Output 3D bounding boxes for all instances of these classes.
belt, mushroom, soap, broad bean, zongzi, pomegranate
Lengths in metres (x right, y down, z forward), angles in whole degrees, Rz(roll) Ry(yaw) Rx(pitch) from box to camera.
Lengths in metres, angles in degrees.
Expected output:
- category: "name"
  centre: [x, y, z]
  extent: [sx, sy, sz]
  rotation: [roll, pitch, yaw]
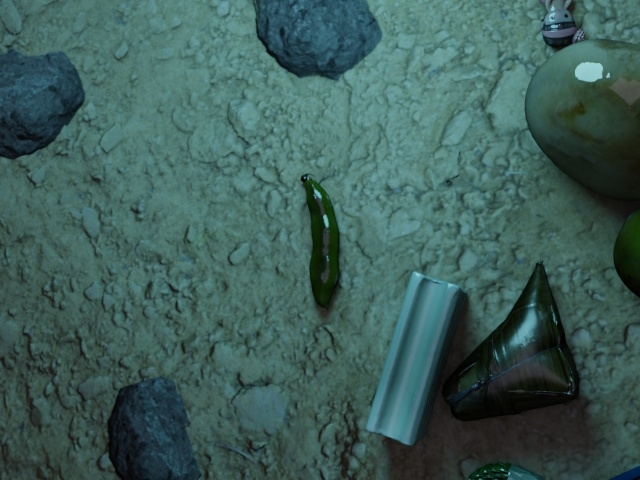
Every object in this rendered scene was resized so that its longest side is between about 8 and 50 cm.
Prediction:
- category: "belt"
  centre: [0.306, 0.430, 1.309]
  extent: [0.151, 0.079, 0.121]
  rotation: [-5, 82, 12]
- category: "mushroom"
  centre: [0.488, -0.227, 1.259]
  extent: [0.292, 0.292, 0.290]
  rotation: [36, 75, 15]
- category: "soap"
  centre: [0.163, 0.194, 1.330]
  extent: [0.087, 0.160, 0.266]
  rotation: [17, 88, 15]
- category: "broad bean"
  centre: [0.004, -0.001, 1.450]
  extent: [0.065, 0.046, 0.255]
  rotation: [-9, 80, 19]
- category: "zongzi"
  centre: [0.297, 0.170, 1.331]
  extent: [0.220, 0.112, 0.242]
  rotation: [-15, 72, 12]
- category: "pomegranate"
  centre: [0.558, 0.000, 1.248]
  extent: [0.179, 0.179, 0.211]
  rotation: [16, 87, 15]

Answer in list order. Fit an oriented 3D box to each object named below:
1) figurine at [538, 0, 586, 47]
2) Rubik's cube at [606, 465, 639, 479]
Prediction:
- category: "figurine"
  centre: [0.418, -0.397, 1.396]
  extent: [0.072, 0.054, 0.129]
  rotation: [-4, 75, -2]
- category: "Rubik's cube"
  centre: [0.480, 0.462, 1.211]
  extent: [0.167, 0.183, 0.180]
  rotation: [-28, 80, 10]
